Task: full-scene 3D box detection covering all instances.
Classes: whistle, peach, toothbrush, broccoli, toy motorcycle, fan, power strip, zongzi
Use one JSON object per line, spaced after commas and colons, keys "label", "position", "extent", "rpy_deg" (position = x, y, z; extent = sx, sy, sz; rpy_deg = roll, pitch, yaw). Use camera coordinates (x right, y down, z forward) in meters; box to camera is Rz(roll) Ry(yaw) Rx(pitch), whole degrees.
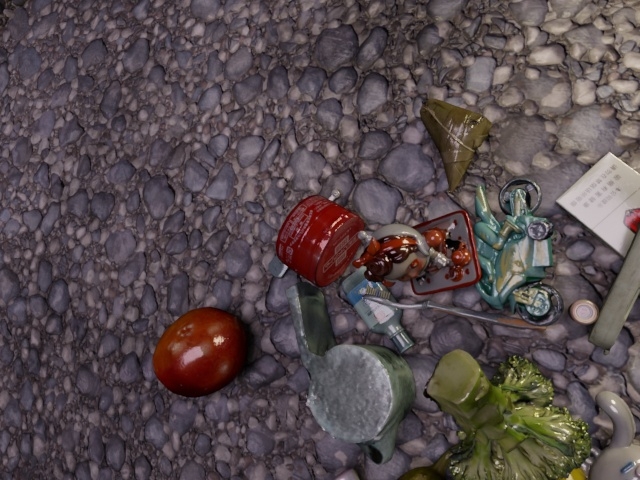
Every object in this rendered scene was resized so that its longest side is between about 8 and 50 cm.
{"label": "whistle", "position": [0.041, 0.277, 0.983], "extent": [0.405, 0.168, 0.188], "rpy_deg": [40, 98, 29]}
{"label": "peach", "position": [-0.295, 0.274, 1.125], "extent": [0.243, 0.199, 0.243], "rpy_deg": [-20, 34, 14]}
{"label": "toothbrush", "position": [0.273, 0.148, 0.941], "extent": [0.375, 0.028, 0.037], "rpy_deg": [10, 72, 16]}
{"label": "broccoli", "position": [0.309, 0.283, 0.764], "extent": [0.252, 0.361, 0.221], "rpy_deg": [-25, 38, -5]}
{"label": "toy motorcycle", "position": [0.378, 0.023, 0.909], "extent": [0.198, 0.109, 0.296], "rpy_deg": [-5, 81, 34]}
{"label": "fan", "position": [-0.036, -0.016, 1.144], "extent": [0.282, 0.023, 0.057], "rpy_deg": [-49, 64, 12]}
{"label": "power strip", "position": [0.553, 0.074, 0.797], "extent": [0.048, 0.080, 0.286], "rpy_deg": [25, 109, 34]}
{"label": "zongzi", "position": [0.263, -0.222, 1.012], "extent": [0.189, 0.081, 0.178], "rpy_deg": [33, 107, 31]}

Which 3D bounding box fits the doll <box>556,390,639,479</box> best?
{"label": "doll", "position": [0.527, 0.428, 0.761], "extent": [0.237, 0.111, 0.252], "rpy_deg": [37, 109, 34]}

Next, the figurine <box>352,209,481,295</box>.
{"label": "figurine", "position": [0.168, 0.027, 0.895], "extent": [0.183, 0.226, 0.160], "rpy_deg": [-24, 69, 50]}

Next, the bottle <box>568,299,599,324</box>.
{"label": "bottle", "position": [0.489, 0.134, 0.832], "extent": [0.045, 0.096, 0.045], "rpy_deg": [-4, 80, 25]}

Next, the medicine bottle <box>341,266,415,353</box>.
{"label": "medicine bottle", "position": [0.135, 0.160, 1.017], "extent": [0.090, 0.053, 0.208], "rpy_deg": [-40, 68, 11]}

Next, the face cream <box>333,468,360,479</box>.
{"label": "face cream", "position": [0.111, 0.624, 0.942], "extent": [0.082, 0.082, 0.269], "rpy_deg": [-35, 69, 16]}

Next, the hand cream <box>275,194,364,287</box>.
{"label": "hand cream", "position": [0.000, 0.000, 1.031], "extent": [0.125, 0.193, 0.193], "rpy_deg": [33, 97, 25]}

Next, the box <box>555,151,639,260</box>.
{"label": "box", "position": [0.595, -0.040, 0.845], "extent": [0.139, 0.035, 0.245], "rpy_deg": [-45, 66, 12]}

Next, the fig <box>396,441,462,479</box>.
{"label": "fig", "position": [0.234, 0.489, 0.896], "extent": [0.149, 0.149, 0.245], "rpy_deg": [30, 71, 26]}
